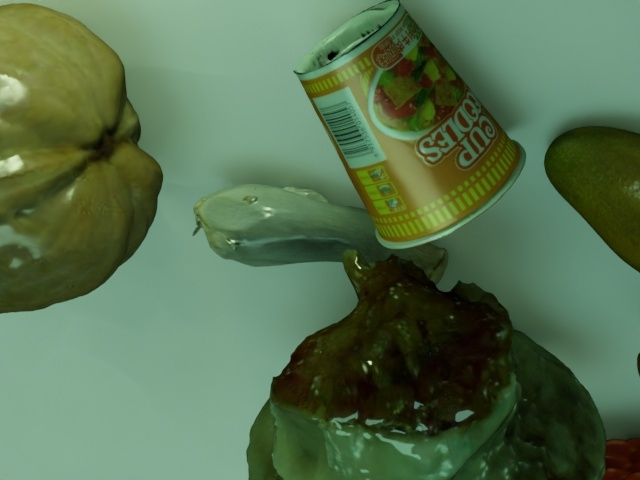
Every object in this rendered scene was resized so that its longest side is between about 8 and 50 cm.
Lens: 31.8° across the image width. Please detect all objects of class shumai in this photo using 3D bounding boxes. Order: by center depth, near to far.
[{"bbox_3d":[0.079,0.170,1.146,0.397,0.324,0.323,-4,142,17],"label":"shumai"}]

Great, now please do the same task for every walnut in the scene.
[{"bbox_3d":[-0.341,-0.076,1.142,0.344,0.306,0.306,-7,130,24],"label":"walnut"}]

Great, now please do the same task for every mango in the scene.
[{"bbox_3d":[0.314,-0.032,1.048,0.227,0.099,0.136,33,144,1],"label":"mango"}]

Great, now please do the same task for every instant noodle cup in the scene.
[{"bbox_3d":[0.072,-0.113,1.034,0.168,0.168,0.185,-20,115,36],"label":"instant noodle cup"}]

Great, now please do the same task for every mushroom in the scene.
[{"bbox_3d":[-0.001,-0.002,1.201,0.278,0.099,0.096,9,115,0],"label":"mushroom"}]

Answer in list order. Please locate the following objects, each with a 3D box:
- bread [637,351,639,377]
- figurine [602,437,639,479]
[{"bbox_3d":[0.398,0.097,1.118,0.156,0.125,0.086,-21,130,39],"label":"bread"},{"bbox_3d":[0.467,0.352,1.297,0.412,0.241,0.306,15,164,-17],"label":"figurine"}]
